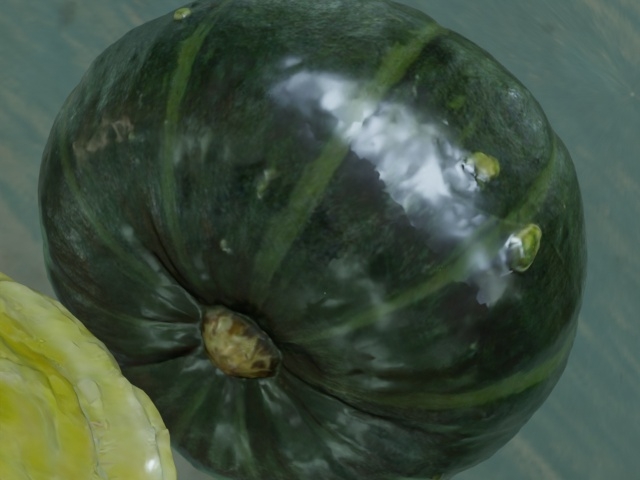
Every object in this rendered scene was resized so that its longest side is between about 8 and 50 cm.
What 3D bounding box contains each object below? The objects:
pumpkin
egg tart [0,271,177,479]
[{"bbox_3d":[0.000,0.000,0.951,0.300,0.207,0.300,19,130,24],"label":"pumpkin"},{"bbox_3d":[-0.192,0.096,0.603,0.290,0.115,0.290,-2,56,3],"label":"egg tart"}]
